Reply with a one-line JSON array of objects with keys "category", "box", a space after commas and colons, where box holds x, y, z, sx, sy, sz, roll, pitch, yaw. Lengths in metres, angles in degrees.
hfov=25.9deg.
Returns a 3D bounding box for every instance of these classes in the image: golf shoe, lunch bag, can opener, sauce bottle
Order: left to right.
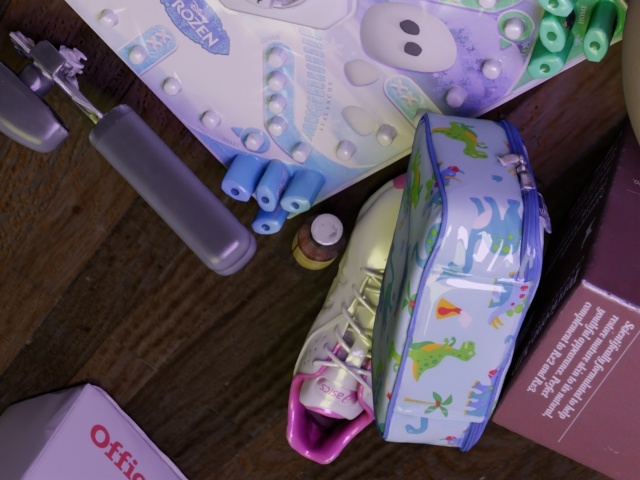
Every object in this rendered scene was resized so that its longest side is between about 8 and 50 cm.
[{"category": "can opener", "box": [-0.171, -0.070, 1.153, 0.280, 0.093, 0.074, 41, 180, 7]}, {"category": "sauce bottle", "box": [0.000, 0.000, 1.161, 0.042, 0.042, 0.128, 30, 173, -2]}, {"category": "golf shoe", "box": [0.048, 0.077, 1.185, 0.115, 0.140, 0.306, 25, 135, 5]}, {"category": "lunch bag", "box": [0.094, 0.026, 1.013, 0.090, 0.176, 0.219, 7, 122, -7]}]

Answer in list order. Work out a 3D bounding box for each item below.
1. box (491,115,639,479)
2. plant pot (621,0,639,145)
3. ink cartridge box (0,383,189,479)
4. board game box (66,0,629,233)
[{"category": "box", "box": [0.250, 0.050, 1.013, 0.167, 0.203, 0.168, 26, 135, 2]}, {"category": "plant pot", "box": [0.317, -0.084, 0.809, 0.284, 0.191, 0.284, 5, 115, 12]}, {"category": "ink cartridge box", "box": [-0.292, 0.392, 1.461, 0.166, 0.395, 0.285, -17, 121, 39]}, {"category": "board game box", "box": [-0.037, -0.207, 1.027, 0.390, 0.050, 0.390, -27, 114, 41]}]
